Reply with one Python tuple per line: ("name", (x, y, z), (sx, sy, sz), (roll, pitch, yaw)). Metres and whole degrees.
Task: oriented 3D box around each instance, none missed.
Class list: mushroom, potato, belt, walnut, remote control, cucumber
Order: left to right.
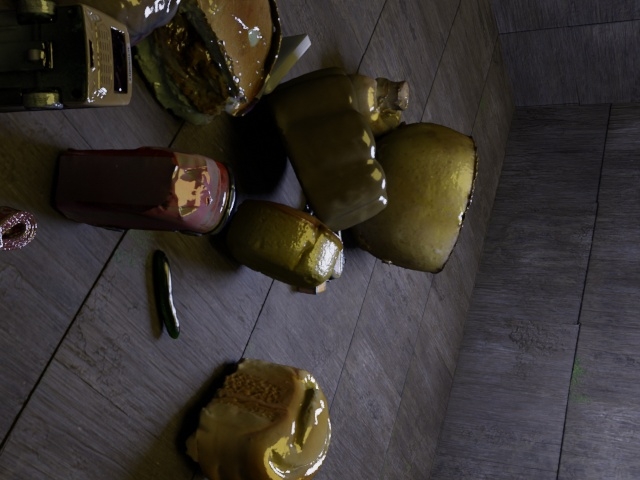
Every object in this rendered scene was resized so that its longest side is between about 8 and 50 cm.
("belt", (-0.510, 0.009, 1.055), (0.232, 0.053, 0.071), (-41, 135, -54))
("walnut", (-0.343, -0.419, 1.167), (0.248, 0.248, 0.249), (-6, 97, -62))
("cucumber", (-0.307, 0.109, 1.466), (0.036, 0.033, 0.184), (-18, 106, -42))
("remote control", (-0.112, -0.412, 1.730), (0.250, 0.103, 0.034), (-60, 139, -43))
("mushroom", (0.158, -0.378, 2.146), (0.253, 0.195, 0.189), (-10, 104, -59))
("potato", (0.238, -0.143, 2.167), (0.385, 0.319, 0.442), (-104, -151, -65))

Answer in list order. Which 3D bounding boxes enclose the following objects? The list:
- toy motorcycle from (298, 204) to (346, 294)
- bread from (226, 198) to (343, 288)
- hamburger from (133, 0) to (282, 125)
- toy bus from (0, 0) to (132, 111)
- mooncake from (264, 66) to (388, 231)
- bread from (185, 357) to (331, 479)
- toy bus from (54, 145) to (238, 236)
("toy motorcycle", (0.000, 0.000, 1.981), (0.157, 0.090, 0.263), (-19, 110, -56))
("bread", (-0.084, 0.004, 1.643), (0.270, 0.269, 0.148), (44, 63, -55))
("hamburger", (-0.213, -0.408, 1.443), (0.318, 0.195, 0.277), (69, 33, -40))
("toy bus", (-0.409, -0.237, 0.994), (0.157, 0.289, 0.140), (-19, 107, -73))
("mooncake", (0.024, -0.214, 1.724), (0.378, 0.200, 0.379), (-24, 90, -88))
("bread", (-0.115, 0.422, 1.622), (0.316, 0.270, 0.212), (-58, 155, -53))
("toy bus", (-0.291, -0.081, 1.206), (0.147, 0.302, 0.128), (21, 76, -56))
